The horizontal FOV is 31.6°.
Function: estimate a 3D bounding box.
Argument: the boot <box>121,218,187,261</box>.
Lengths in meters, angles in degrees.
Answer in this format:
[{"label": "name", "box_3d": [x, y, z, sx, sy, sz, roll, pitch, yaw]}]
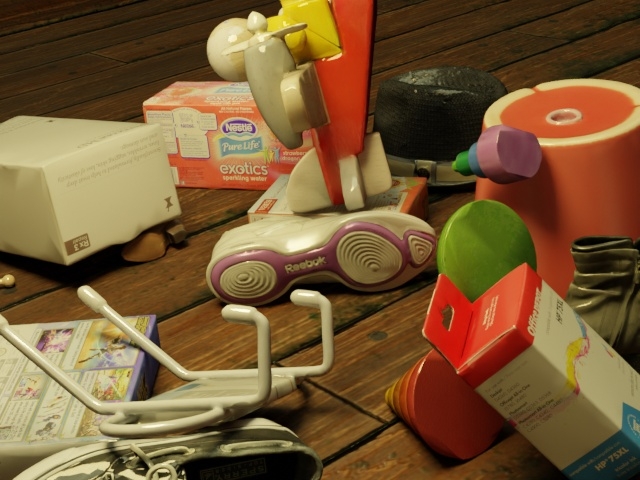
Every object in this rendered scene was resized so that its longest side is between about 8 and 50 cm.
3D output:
[{"label": "boot", "box_3d": [-0.255, -0.003, 1.676, 0.119, 0.042, 0.087, -19, 21, -29]}]

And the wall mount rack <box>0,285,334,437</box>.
[{"label": "wall mount rack", "box_3d": [-0.159, 0.111, 1.154, 0.304, 0.130, 0.350, -4, 0, 17]}]

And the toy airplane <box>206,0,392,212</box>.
[{"label": "toy airplane", "box_3d": [-0.020, -0.222, 1.531, 0.273, 0.386, 0.384, 7, 60, 2]}]

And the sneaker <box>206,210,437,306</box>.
[{"label": "sneaker", "box_3d": [0.000, 0.000, 1.507, 0.305, 0.114, 0.152, -6, 25, 0]}]

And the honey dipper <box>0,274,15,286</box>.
[{"label": "honey dipper", "box_3d": [-0.511, 0.069, 1.583, 0.161, 0.030, 0.030, -8, 24, -12]}]

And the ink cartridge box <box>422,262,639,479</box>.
[{"label": "ink cartridge box", "box_3d": [0.209, 0.116, 1.069, 0.078, 0.231, 0.134, -42, 9, 27]}]

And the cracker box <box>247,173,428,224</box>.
[{"label": "cracker box", "box_3d": [0.029, -0.039, 1.649, 0.232, 0.067, 0.155, 3, 25, 18]}]

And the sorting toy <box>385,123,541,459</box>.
[{"label": "sorting toy", "box_3d": [0.140, 0.050, 1.207, 0.127, 0.365, 0.126, 24, -19, -28]}]

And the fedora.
[{"label": "fedora", "box_3d": [0.203, -0.201, 1.867, 0.334, 0.152, 0.334, -5, 24, 2]}]

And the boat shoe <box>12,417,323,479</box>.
[{"label": "boat shoe", "box_3d": [-0.145, 0.237, 1.008, 0.306, 0.113, 0.105, -6, 4, -23]}]

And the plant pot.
[{"label": "plant pot", "box_3d": [0.303, -0.047, 1.355, 0.275, 0.243, 0.275, -9, 28, 5]}]

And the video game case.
[{"label": "video game case", "box_3d": [-0.316, 0.177, 1.250, 0.244, 0.061, 0.269, -5, 24, 3]}]

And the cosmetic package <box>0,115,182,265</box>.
[{"label": "cosmetic package", "box_3d": [-0.418, -0.086, 1.705, 0.385, 0.156, 0.217, 6, 25, 43]}]

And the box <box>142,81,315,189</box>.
[{"label": "box", "box_3d": [-0.128, -0.180, 1.898, 0.300, 0.154, 0.142, 2, 25, 19]}]

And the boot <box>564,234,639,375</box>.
[{"label": "boot", "box_3d": [0.279, 0.068, 1.232, 0.247, 0.161, 0.083, -5, 23, 3]}]
